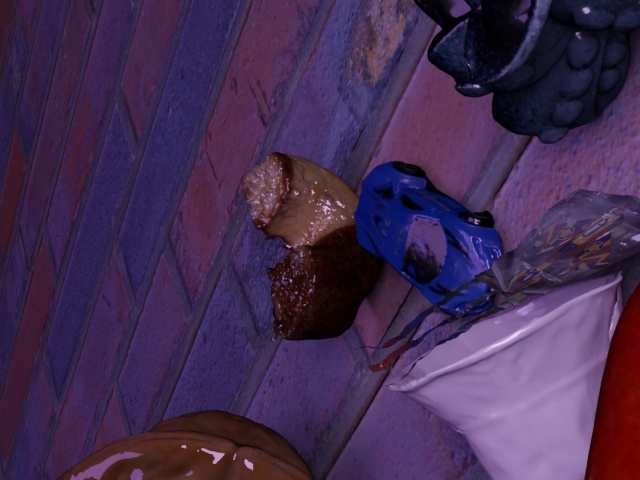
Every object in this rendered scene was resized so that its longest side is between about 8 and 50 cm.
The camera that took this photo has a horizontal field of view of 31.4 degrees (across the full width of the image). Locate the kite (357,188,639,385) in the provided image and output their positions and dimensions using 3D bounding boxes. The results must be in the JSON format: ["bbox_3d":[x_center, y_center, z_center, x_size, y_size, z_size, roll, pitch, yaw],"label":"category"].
[{"bbox_3d":[0.139,0.033,0.852,0.015,0.245,0.141,61,173,-18],"label":"kite"}]

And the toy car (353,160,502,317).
[{"bbox_3d":[0.096,-0.002,1.079,0.216,0.063,0.103,44,127,55],"label":"toy car"}]

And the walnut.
[{"bbox_3d":[-0.150,0.374,1.280,0.383,0.384,0.383,-1,89,63],"label":"walnut"}]

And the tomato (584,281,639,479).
[{"bbox_3d":[0.266,0.121,0.497,0.293,0.290,0.325,-8,67,63],"label":"tomato"}]

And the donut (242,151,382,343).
[{"bbox_3d":[-0.001,-0.001,1.195,0.085,0.141,0.217,-49,47,38],"label":"donut"}]

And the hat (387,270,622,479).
[{"bbox_3d":[0.163,0.116,0.853,0.203,0.203,0.126,-28,86,60],"label":"hat"}]

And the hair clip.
[{"bbox_3d":[0.175,-0.199,0.772,0.310,0.206,0.194,-45,55,52],"label":"hair clip"}]
